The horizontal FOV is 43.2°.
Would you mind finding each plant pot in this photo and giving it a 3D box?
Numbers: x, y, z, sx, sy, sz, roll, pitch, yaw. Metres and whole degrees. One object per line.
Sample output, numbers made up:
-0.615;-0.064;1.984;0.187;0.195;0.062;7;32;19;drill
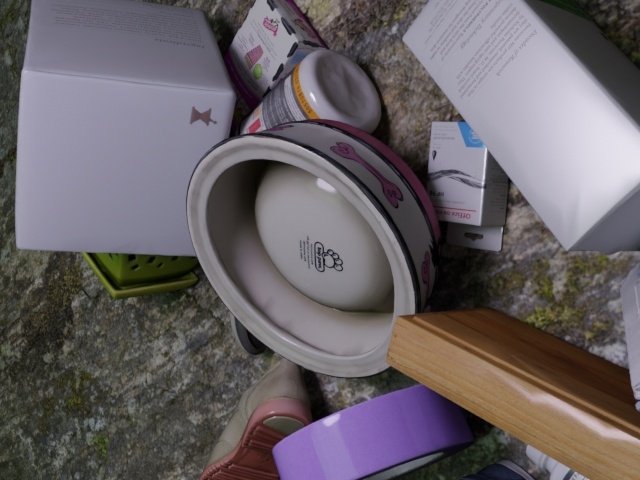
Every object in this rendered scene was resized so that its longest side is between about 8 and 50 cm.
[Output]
-0.362;-0.015;1.649;0.228;0.227;0.207;42;127;37;plant pot

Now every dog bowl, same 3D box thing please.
0.000;0.000;1.209;0.408;0.150;0.408;22;131;27;dog bowl

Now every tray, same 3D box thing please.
0.297;0.186;0.959;0.411;0.203;0.076;26;109;44;tray

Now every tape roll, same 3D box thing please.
0.074;0.293;1.143;0.275;0.275;0.090;-40;62;39;tape roll

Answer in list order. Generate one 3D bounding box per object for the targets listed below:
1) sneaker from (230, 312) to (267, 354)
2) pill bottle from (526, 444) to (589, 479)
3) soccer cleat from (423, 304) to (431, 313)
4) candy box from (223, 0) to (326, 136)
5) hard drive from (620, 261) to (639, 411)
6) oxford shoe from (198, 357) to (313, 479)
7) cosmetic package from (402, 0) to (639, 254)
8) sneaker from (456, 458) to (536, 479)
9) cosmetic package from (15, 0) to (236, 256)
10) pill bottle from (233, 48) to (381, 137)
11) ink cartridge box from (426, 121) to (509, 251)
-0.095;0.102;1.461;0.118;0.083;0.222;2;91;46;sneaker
0.344;0.295;0.980;0.180;0.108;0.108;44;120;38;pill bottle
0.162;0.139;1.231;0.036;0.029;0.083;23;110;35;soccer cleat
-0.104;-0.313;1.476;0.233;0.071;0.159;-53;53;34;candy box
0.444;0.015;0.798;0.064;0.237;0.339;34;125;-6;hard drive
-0.116;0.365;1.481;0.397;0.140;0.146;-52;24;39;oxford shoe
0.287;-0.167;0.975;0.155;0.197;0.365;-52;57;32;cosmetic package
0.263;0.370;1.028;0.226;0.163;0.086;25;106;42;sneaker
-0.360;-0.216;1.445;0.393;0.327;0.329;-114;33;-52;cosmetic package
-0.043;-0.178;1.348;0.278;0.162;0.162;-35;66;41;pill bottle
0.209;-0.078;1.154;0.104;0.060;0.180;9;97;46;ink cartridge box
